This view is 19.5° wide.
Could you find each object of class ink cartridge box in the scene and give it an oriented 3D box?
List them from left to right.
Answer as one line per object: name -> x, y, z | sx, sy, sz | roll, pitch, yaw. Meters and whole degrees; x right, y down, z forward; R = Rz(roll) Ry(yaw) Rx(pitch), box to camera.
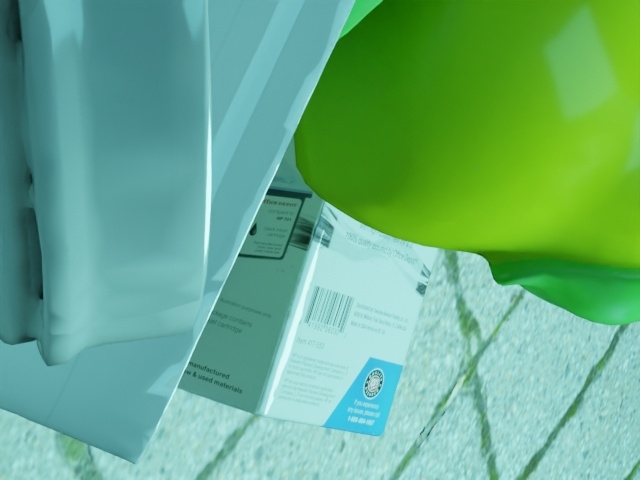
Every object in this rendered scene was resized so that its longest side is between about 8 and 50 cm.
ink cartridge box -> 0.000, 0.000, 0.997 | 0.139, 0.082, 0.191 | 20, 86, -60

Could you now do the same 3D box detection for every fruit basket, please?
fruit basket -> 0.008, -0.130, 0.747 | 0.392, 0.283, 0.392 | -3, 94, -49

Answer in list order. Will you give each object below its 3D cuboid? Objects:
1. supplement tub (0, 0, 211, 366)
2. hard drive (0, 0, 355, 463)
supplement tub -> -0.197, -0.061, 0.364 | 0.325, 0.235, 0.235 | -6, 117, -11
hard drive -> -0.152, -0.096, 0.514 | 0.210, 0.318, 0.040 | -65, -167, 0
